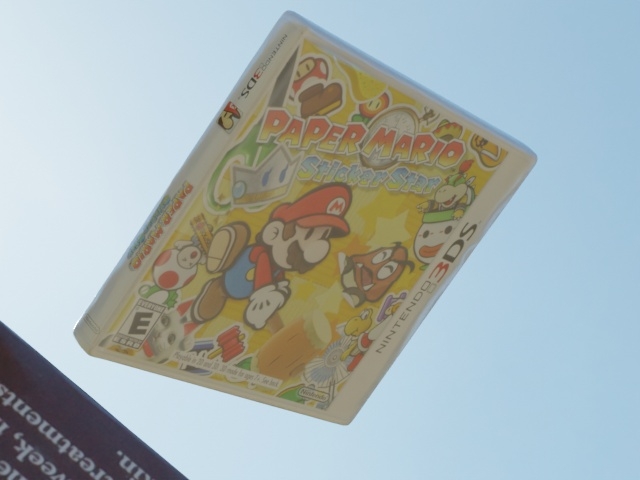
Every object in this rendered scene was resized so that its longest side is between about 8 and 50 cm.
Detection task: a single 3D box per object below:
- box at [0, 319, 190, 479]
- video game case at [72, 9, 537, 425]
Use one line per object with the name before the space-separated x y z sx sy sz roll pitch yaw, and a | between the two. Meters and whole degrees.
box | -0.186 0.134 0.299 0.191 0.381 0.143 40 -59 4
video game case | 0.000 0.000 0.910 0.227 0.026 0.206 22 -74 -48
